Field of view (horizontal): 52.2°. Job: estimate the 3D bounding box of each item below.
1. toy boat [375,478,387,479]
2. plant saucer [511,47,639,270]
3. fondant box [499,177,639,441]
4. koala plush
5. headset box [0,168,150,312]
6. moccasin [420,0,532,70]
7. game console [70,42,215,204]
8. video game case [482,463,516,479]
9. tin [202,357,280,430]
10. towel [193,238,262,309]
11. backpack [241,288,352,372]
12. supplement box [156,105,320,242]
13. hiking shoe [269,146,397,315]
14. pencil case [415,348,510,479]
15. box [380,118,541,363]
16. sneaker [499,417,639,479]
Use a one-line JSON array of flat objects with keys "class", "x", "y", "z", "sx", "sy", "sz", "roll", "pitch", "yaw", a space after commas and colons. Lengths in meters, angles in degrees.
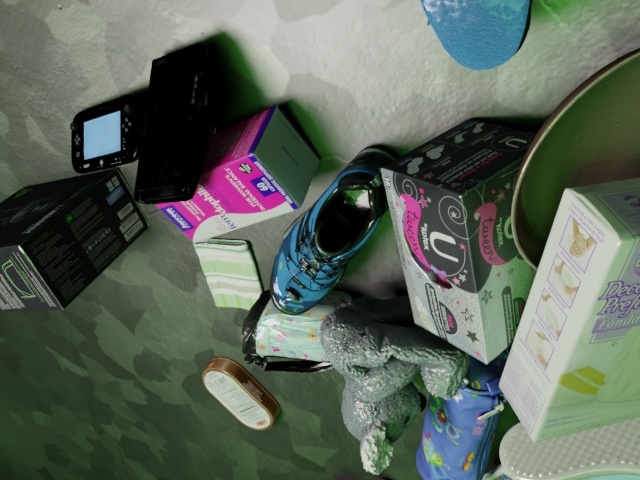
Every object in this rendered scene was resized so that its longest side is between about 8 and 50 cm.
[{"class": "toy boat", "x": 0.113, "y": 0.564, "z": 1.349, "sx": 0.231, "sy": 0.151, "sz": 0.151, "roll": 13, "pitch": 98, "yaw": 17}, {"class": "plant saucer", "x": 0.340, "y": -0.083, "z": 0.702, "sx": 0.311, "sy": 0.050, "sz": 0.310, "roll": -10, "pitch": 132, "yaw": -11}, {"class": "fondant box", "x": 0.365, "y": 0.081, "z": 0.754, "sx": 0.238, "sy": 0.096, "sz": 0.330, "roll": -9, "pitch": 130, "yaw": -13}, {"class": "koala plush", "x": 0.088, "y": 0.215, "z": 0.983, "sx": 0.203, "sy": 0.196, "sz": 0.221, "roll": 4, "pitch": 111, "yaw": -8}, {"class": "headset box", "x": -0.497, "y": 0.003, "z": 1.150, "sx": 0.283, "sy": 0.246, "sz": 0.131, "roll": -5, "pitch": 122, "yaw": 31}, {"class": "moccasin", "x": 0.150, "y": -0.348, "z": 0.648, "sx": 0.138, "sy": 0.117, "sz": 0.342, "roll": -3, "pitch": 119, "yaw": 28}, {"class": "game console", "x": -0.283, "y": -0.154, "z": 0.984, "sx": 0.361, "sy": 0.044, "sz": 0.213, "roll": -3, "pitch": 78, "yaw": 42}, {"class": "video game case", "x": 0.379, "y": 0.474, "z": 1.151, "sx": 0.201, "sy": 0.023, "sz": 0.183, "roll": 33, "pitch": 151, "yaw": 12}, {"class": "tin", "x": -0.167, "y": 0.322, "z": 1.360, "sx": 0.189, "sy": 0.040, "sz": 0.106, "roll": 47, "pitch": 135, "yaw": -11}, {"class": "towel", "x": -0.162, "y": 0.064, "z": 1.173, "sx": 0.113, "sy": 0.023, "sz": 0.152, "roll": 5, "pitch": 126, "yaw": 25}, {"class": "backpack", "x": -0.027, "y": 0.142, "z": 1.088, "sx": 0.182, "sy": 0.152, "sz": 0.115, "roll": 6, "pitch": 123, "yaw": 16}, {"class": "supplement box", "x": -0.129, "y": -0.092, "z": 0.968, "sx": 0.220, "sy": 0.114, "sz": 0.111, "roll": -16, "pitch": 129, "yaw": 36}, {"class": "hiking shoe", "x": 0.000, "y": 0.000, "z": 0.933, "sx": 0.113, "sy": 0.132, "sz": 0.304, "roll": 34, "pitch": 117, "yaw": 4}, {"class": "pencil case", "x": 0.237, "y": 0.291, "z": 1.069, "sx": 0.119, "sy": 0.133, "sz": 0.306, "roll": -9, "pitch": 131, "yaw": -16}, {"class": "box", "x": 0.198, "y": 0.000, "z": 0.818, "sx": 0.142, "sy": 0.163, "sz": 0.247, "roll": 27, "pitch": 140, "yaw": 51}, {"class": "sneaker", "x": 0.470, "y": 0.312, "z": 0.992, "sx": 0.366, "sy": 0.135, "sz": 0.150, "roll": -14, "pitch": 146, "yaw": 29}]
